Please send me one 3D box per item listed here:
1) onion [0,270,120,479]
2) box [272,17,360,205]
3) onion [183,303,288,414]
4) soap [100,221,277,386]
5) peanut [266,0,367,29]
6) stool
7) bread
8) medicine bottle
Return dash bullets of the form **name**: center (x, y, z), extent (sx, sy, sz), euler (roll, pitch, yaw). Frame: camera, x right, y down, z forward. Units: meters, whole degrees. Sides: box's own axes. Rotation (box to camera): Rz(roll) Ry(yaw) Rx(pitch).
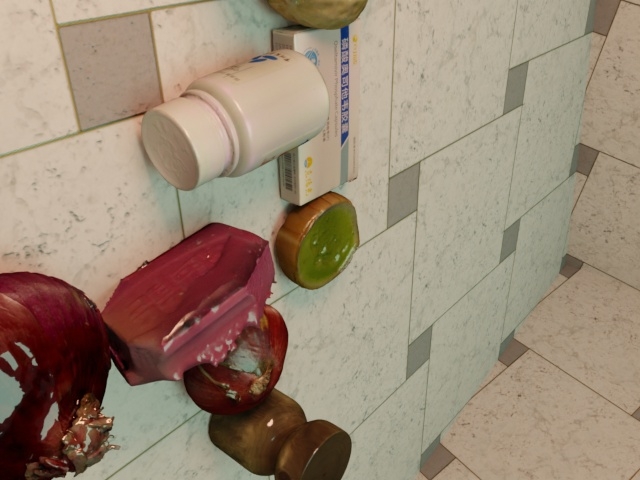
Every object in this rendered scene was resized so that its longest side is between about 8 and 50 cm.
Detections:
- **onion**: center (-0.394, 0.216, 0.782), extent (0.347, 0.285, 0.347), euler (-56, 159, -35)
- **box**: center (-0.002, -0.261, 1.232), extent (0.200, 0.065, 0.343), euler (-31, 131, -41)
- **onion**: center (-0.159, 0.244, 1.233), extent (0.248, 0.161, 0.248), euler (-51, 163, -22)
- **soap**: center (-0.219, 0.104, 1.019), extent (0.325, 0.220, 0.127), euler (-40, 128, -33)
- **peanut**: center (0.029, -0.472, 1.092), extent (0.291, 0.143, 0.159), euler (-44, 117, -31)
- **stool**: center (-0.089, 0.430, 1.315), extent (0.179, 0.264, 0.179), euler (-30, 130, -43)
- **bread**: center (0.000, 0.000, 1.353), extent (0.236, 0.070, 0.236), euler (-34, 138, -36)
- **medicine bottle**: center (-0.133, -0.198, 1.002), extent (0.293, 0.170, 0.170), euler (-36, 134, -38)
